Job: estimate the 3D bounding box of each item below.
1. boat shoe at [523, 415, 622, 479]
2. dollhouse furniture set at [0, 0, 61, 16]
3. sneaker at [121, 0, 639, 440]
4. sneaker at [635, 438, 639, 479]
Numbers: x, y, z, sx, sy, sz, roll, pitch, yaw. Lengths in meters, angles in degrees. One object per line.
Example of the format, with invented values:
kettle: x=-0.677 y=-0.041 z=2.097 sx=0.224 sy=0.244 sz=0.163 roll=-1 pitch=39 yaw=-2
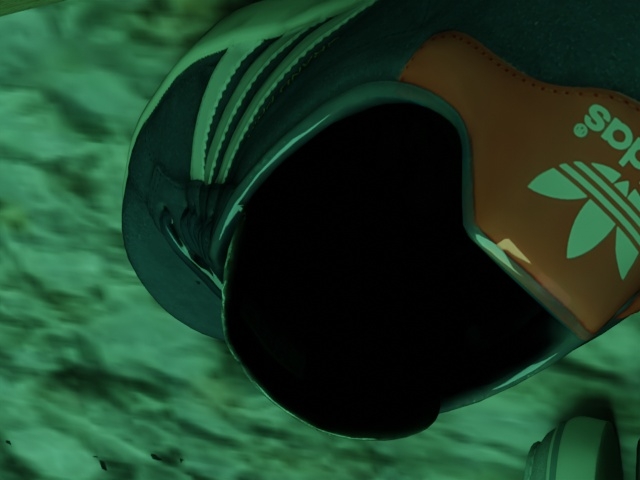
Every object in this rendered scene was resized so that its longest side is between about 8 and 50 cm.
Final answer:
boat shoe: x=0.074 y=0.176 z=0.780 sx=0.081 sy=0.079 sz=0.227 roll=11 pitch=109 yaw=16
dollhouse furniture set: x=-0.159 y=-0.176 z=0.679 sx=0.151 sy=0.123 sz=0.144 roll=50 pitch=144 yaw=33
sneaker: x=0.000 y=0.000 z=0.620 sx=0.131 sy=0.148 sz=0.350 roll=40 pitch=151 yaw=-12
sneaker: x=0.196 y=0.094 z=0.650 sx=0.146 sy=0.134 sz=0.343 roll=-1 pitch=143 yaw=-6
